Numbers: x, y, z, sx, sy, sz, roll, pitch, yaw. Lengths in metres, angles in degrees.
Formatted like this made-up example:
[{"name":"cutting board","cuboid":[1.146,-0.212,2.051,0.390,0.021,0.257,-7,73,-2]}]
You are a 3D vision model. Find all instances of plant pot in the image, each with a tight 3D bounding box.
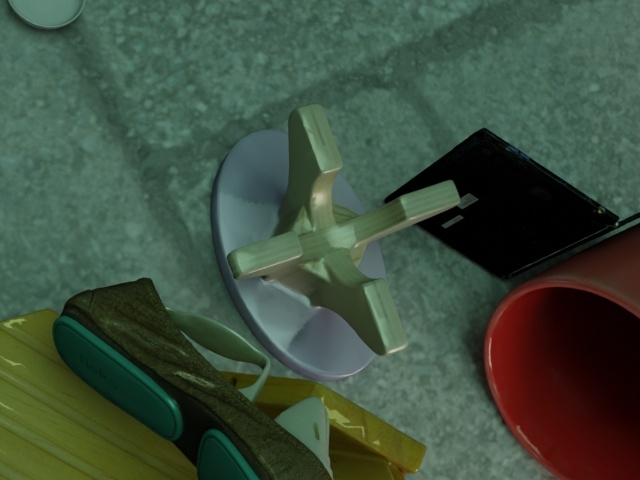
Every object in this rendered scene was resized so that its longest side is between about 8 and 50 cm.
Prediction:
[{"name":"plant pot","cuboid":[0.348,0.105,1.319,0.243,0.275,0.275,-35,90,-38]}]

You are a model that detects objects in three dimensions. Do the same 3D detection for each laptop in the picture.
[{"name":"laptop","cuboid":[0.245,-0.055,1.324,0.264,0.234,0.137,32,65,-10]}]

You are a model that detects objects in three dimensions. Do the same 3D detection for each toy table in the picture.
[{"name":"toy table","cuboid":[0.000,0.000,1.253,0.252,0.161,0.274,-31,89,-26]}]

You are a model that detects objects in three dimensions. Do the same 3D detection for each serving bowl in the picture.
[{"name":"serving bowl","cuboid":[-0.286,-0.254,1.283,0.083,0.027,0.083,6,73,-20]}]

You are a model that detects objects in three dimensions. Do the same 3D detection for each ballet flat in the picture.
[{"name":"ballet flat","cuboid":[-0.074,0.146,1.021,0.342,0.116,0.124,40,53,23]}]

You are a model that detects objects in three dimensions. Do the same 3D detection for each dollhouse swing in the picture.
[{"name":"dollhouse swing","cuboid":[-0.153,0.244,1.053,0.305,0.315,0.347,43,61,-33]}]
